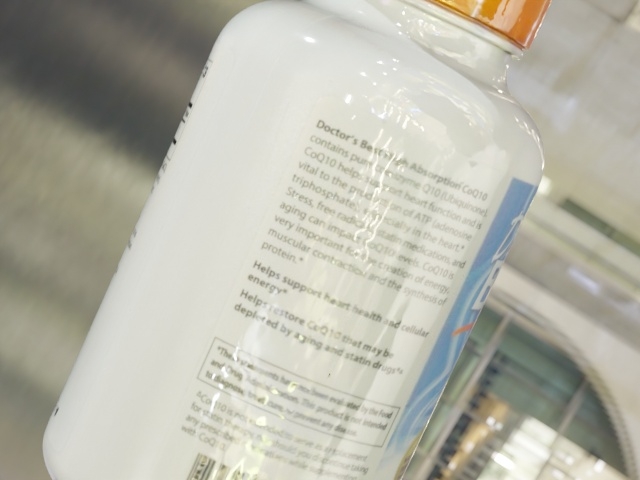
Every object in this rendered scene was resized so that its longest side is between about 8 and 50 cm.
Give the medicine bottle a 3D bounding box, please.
[{"bbox_3d":[0.000,0.000,0.645,0.157,0.157,0.288,-45,160,-83],"label":"medicine bottle"}]
